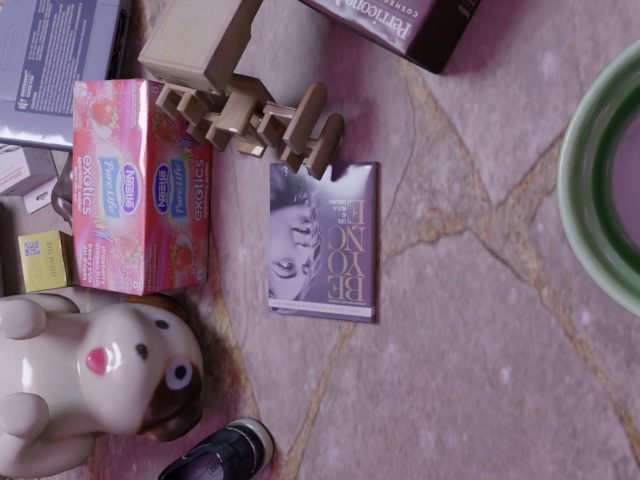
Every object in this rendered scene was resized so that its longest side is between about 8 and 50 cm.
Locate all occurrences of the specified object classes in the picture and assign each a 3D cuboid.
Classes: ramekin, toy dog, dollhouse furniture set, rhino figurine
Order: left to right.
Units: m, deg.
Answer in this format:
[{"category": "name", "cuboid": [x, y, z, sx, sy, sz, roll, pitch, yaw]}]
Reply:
[{"category": "toy dog", "cuboid": [-0.377, 0.228, 0.910, 0.408, 0.395, 0.284, -16, 59, 5]}, {"category": "rhino figurine", "cuboid": [-0.374, -0.132, 1.011, 0.106, 0.073, 0.243, 30, 103, 22]}, {"category": "dollhouse furniture set", "cuboid": [-0.093, -0.219, 0.788, 0.212, 0.242, 0.160, 19, 77, 25]}, {"category": "ramekin", "cuboid": [0.395, -0.060, 0.587, 0.304, 0.148, 0.303, 2, 95, 27]}]

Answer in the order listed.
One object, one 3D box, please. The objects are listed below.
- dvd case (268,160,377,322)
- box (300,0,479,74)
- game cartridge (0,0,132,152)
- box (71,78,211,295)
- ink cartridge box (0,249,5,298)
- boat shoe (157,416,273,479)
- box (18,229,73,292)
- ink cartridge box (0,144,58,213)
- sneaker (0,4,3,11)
[{"category": "dvd case", "cuboid": [0.000, 0.000, 0.864, 0.165, 0.018, 0.221, 3, 95, 26]}, {"category": "box", "cuboid": [0.136, -0.411, 0.698, 0.191, 0.143, 0.381, 34, 110, 20]}, {"category": "game cartridge", "cuboid": [-0.417, -0.287, 0.965, 0.196, 0.060, 0.293, 8, 83, 0]}, {"category": "box", "cuboid": [-0.266, -0.080, 0.916, 0.142, 0.154, 0.299, 6, 96, 26]}, {"category": "ink cartridge box", "cuboid": [-0.739, 0.083, 1.112, 0.272, 0.130, 0.309, -5, 93, -7]}, {"category": "boat shoe", "cuboid": [-0.213, 0.409, 0.950, 0.340, 0.113, 0.127, -43, 76, 23]}, {"category": "box", "cuboid": [-0.419, 0.035, 0.971, 0.058, 0.232, 0.087, -9, 90, -14]}, {"category": "ink cartridge box", "cuboid": [-0.545, -0.147, 1.102, 0.104, 0.060, 0.180, -22, 84, 26]}, {"category": "sneaker", "cuboid": [-0.577, -0.364, 1.064, 0.297, 0.129, 0.110, 14, 98, 24]}]
